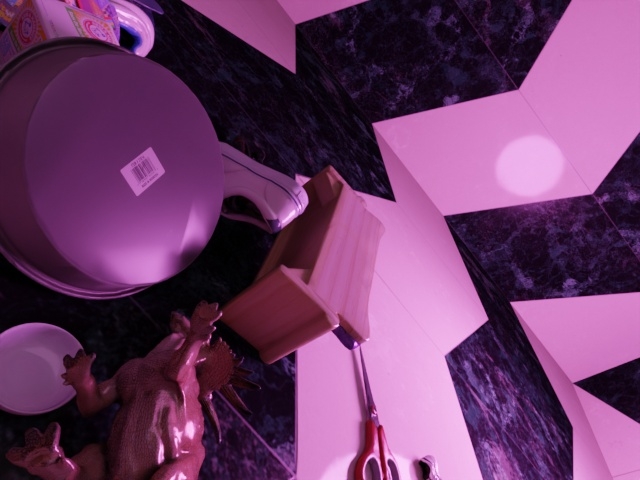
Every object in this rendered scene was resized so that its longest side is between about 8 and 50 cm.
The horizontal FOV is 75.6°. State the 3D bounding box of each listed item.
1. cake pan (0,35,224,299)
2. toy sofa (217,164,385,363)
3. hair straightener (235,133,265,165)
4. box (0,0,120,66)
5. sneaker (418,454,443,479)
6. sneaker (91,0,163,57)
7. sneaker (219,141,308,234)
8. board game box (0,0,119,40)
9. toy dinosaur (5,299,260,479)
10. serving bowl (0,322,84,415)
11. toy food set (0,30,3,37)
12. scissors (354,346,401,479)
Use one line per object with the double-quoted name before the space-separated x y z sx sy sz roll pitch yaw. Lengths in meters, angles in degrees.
"cake pan" -0.215 -0.076 0.470 0.293 0.054 0.292 -13 105 -60
"toy sofa" -0.011 0.037 0.719 0.177 0.150 0.362 45 32 -18
"hair straightener" -0.150 -0.152 0.887 0.089 0.047 0.230 32 28 -38
"box" -0.314 -0.187 0.534 0.103 0.114 0.202 -10 72 -62
"sneaker" 0.206 0.443 0.760 0.037 0.032 0.083 11 42 -37
"sneaker" -0.416 -0.433 0.669 0.323 0.130 0.236 33 28 -48
"sneaker" -0.147 -0.089 0.666 0.091 0.258 0.094 -48 147 -31
"board game box" -0.366 -0.331 0.592 0.169 0.033 0.133 33 69 -48
"toy dinosaur" -0.147 0.184 0.390 0.200 0.127 0.295 79 18 -51
"serving bowl" -0.259 0.117 0.370 0.083 0.027 0.083 40 28 -26
"toy food set" -0.431 -0.251 0.551 0.078 0.019 0.122 46 34 -15
"scissors" 0.099 0.326 0.735 0.109 0.021 0.297 41 27 -20
